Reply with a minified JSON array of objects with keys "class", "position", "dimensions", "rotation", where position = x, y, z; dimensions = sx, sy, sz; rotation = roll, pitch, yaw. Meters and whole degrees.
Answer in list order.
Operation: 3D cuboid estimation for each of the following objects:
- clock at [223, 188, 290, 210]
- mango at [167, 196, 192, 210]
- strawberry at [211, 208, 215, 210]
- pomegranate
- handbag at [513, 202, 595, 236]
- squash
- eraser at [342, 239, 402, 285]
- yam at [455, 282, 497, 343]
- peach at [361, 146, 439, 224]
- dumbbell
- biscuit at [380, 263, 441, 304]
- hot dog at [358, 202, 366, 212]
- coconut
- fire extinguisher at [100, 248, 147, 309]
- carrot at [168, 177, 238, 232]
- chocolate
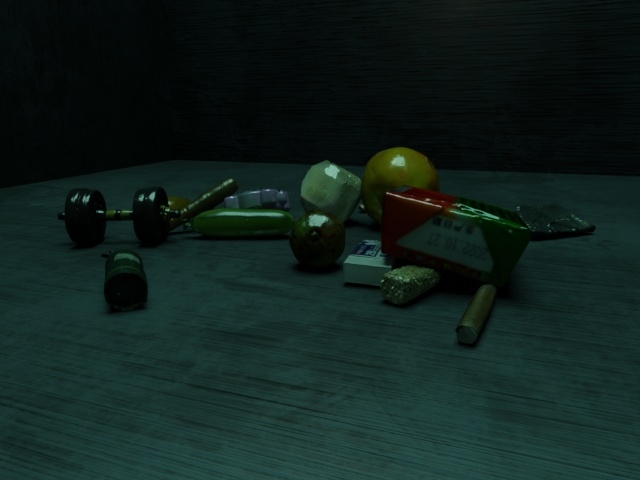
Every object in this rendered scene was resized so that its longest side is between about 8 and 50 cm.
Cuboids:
[{"class":"clock","position":[-0.232,-0.130,1.906],"dimensions":[0.227,0.090,0.248],"rotation":[-11,-5,5]},{"class":"mango","position":[-0.563,-0.121,2.027],"dimensions":[0.136,0.099,0.227],"rotation":[-3,5,16]},{"class":"strawberry","position":[-0.434,-0.100,1.930],"dimensions":[0.106,0.106,0.106],"rotation":[0,15,0]},{"class":"pomegranate","position":[0.000,0.000,1.451],"dimensions":[0.159,0.159,0.205],"rotation":[5,-13,19]},{"class":"handbag","position":[0.779,-0.059,1.789],"dimensions":[0.270,0.089,0.175],"rotation":[-5,23,-18]},{"class":"squash","position":[-0.274,-0.059,1.763],"dimensions":[0.378,0.102,0.101],"rotation":[-2,15,0]},{"class":"eraser","position":[0.139,0.057,1.365],"dimensions":[0.124,0.068,0.210],"rotation":[8,16,14]},{"class":"yam","position":[0.324,0.143,1.076],"dimensions":[0.046,0.046,0.264],"rotation":[7,16,25]},{"class":"peach","position":[0.288,-0.202,1.884],"dimensions":[0.288,0.289,0.308],"rotation":[7,35,27]},{"class":"dumbbell","position":[-0.650,-0.081,1.700],"dimensions":[0.388,0.185,0.185],"rotation":[-1,15,-1]},{"class":"biscuit","position":[0.209,0.096,1.212],"dimensions":[0.082,0.071,0.168],"rotation":[23,24,34]},{"class":"hot dog","position":[0.197,-0.134,2.152],"dimensions":[0.083,0.035,0.058],"rotation":[3,15,11]},{"class":"coconut","position":[0.034,-0.162,1.942],"dimensions":[0.227,0.231,0.227],"rotation":[28,9,-5]},{"class":"fire extinguisher","position":[-0.471,0.079,1.266],"dimensions":[0.118,0.093,0.294],"rotation":[22,5,-25]},{"class":"carrot","position":[-0.439,-0.115,1.854],"dimensions":[0.342,0.070,0.070],"rotation":[-35,26,-16]},{"class":"chocolate","position":[0.335,-0.028,1.351],"dimensions":[0.341,0.162,0.360],"rotation":[16,12,13]}]
